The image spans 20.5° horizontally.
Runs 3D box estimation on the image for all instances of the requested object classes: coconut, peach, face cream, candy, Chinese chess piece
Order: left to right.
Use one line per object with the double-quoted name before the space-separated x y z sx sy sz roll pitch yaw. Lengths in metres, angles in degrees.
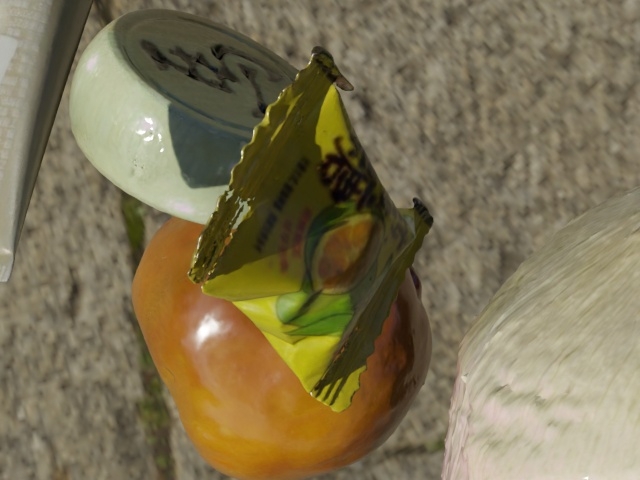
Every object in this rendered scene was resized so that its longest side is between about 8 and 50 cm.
"face cream" -0.243 -0.122 1.363 0.137 0.341 0.084 2 153 28
"Chinese chess piece" -0.111 -0.118 1.665 0.250 0.250 0.101 13 122 -25
"peach" -0.033 0.091 1.944 0.302 0.342 0.342 -25 124 -4
"candy" 0.000 0.000 1.275 0.187 0.081 0.297 -60 149 -13
"coconut" 0.258 0.118 0.994 0.405 0.404 0.404 -8 122 -14
